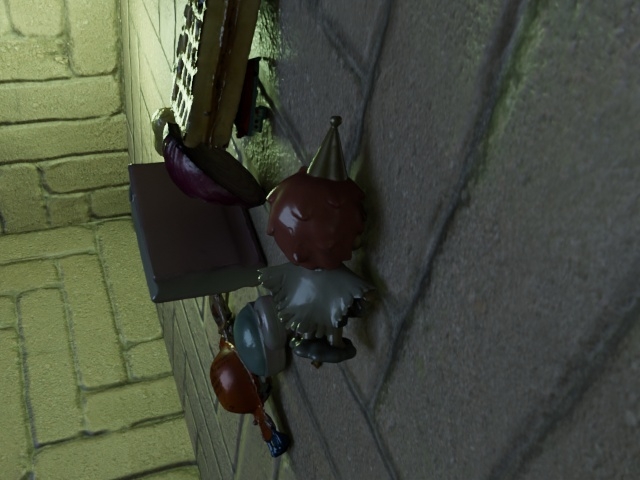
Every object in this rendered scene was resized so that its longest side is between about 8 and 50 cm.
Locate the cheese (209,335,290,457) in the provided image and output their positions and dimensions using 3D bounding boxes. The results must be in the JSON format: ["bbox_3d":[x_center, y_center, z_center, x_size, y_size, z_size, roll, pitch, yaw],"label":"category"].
[{"bbox_3d":[-0.179,0.389,1.664,0.329,0.129,0.217,56,153,23],"label":"cheese"}]

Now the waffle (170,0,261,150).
[{"bbox_3d":[-0.220,-0.396,1.348,0.261,0.114,0.376,-115,37,-55],"label":"waffle"}]

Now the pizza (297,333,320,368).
[{"bbox_3d":[-0.019,0.208,1.315,0.100,0.029,0.099,161,98,-69],"label":"pizza"}]

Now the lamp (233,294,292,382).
[{"bbox_3d":[-0.140,0.218,1.520,0.179,0.108,0.246,65,154,25],"label":"lamp"}]

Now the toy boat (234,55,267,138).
[{"bbox_3d":[-0.146,-0.300,1.394,0.069,0.059,0.172,-148,59,-62],"label":"toy boat"}]

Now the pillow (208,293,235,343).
[{"bbox_3d":[-0.283,0.266,1.987,0.135,0.049,0.248,136,118,-66],"label":"pillow"}]

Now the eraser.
[{"bbox_3d":[-0.316,-0.036,1.635,0.122,0.272,0.359,107,146,-48],"label":"eraser"}]

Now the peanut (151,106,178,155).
[{"bbox_3d":[-0.507,-0.362,2.214,0.256,0.124,0.123,122,135,-65],"label":"peanut"}]

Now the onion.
[{"bbox_3d":[-0.245,-0.129,1.446,0.111,0.250,0.247,-47,58,12],"label":"onion"}]

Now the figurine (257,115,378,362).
[{"bbox_3d":[0.000,0.000,1.032,0.207,0.166,0.386,8,107,32],"label":"figurine"}]
